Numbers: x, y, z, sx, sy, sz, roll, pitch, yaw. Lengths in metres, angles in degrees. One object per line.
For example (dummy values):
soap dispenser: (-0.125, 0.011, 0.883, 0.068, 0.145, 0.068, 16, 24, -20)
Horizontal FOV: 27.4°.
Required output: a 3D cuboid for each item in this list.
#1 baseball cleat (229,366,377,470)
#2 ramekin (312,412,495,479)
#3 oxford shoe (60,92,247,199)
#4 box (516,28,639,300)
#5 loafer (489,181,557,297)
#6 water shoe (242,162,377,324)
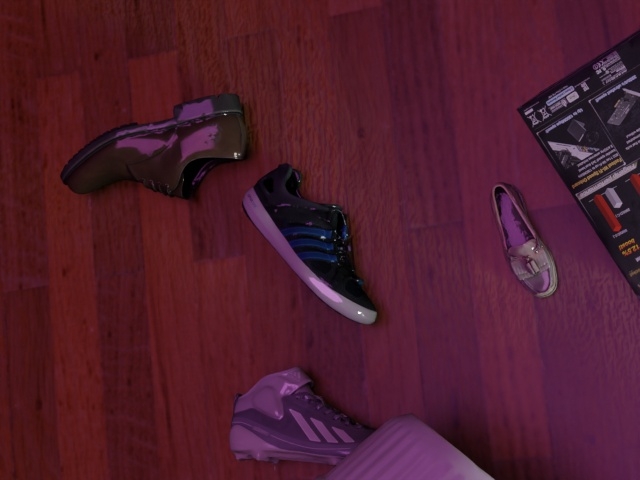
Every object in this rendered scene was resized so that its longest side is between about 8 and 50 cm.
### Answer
baseball cleat: (0.001, 0.186, 1.365, 0.206, 0.072, 0.109, 0, 77, 17)
ramekin: (0.125, 0.274, 1.212, 0.273, 0.273, 0.127, 38, 86, 20)
oxford shoe: (-0.187, -0.085, 1.464, 0.227, 0.083, 0.096, -18, 82, 18)
box: (0.370, -0.102, 1.182, 0.307, 0.076, 0.242, -33, 90, 32)
loafer: (0.201, -0.001, 1.331, 0.045, 0.039, 0.125, -25, 75, 15)
water shoe: (0.000, 0.000, 1.388, 0.080, 0.073, 0.203, -46, 71, 7)
